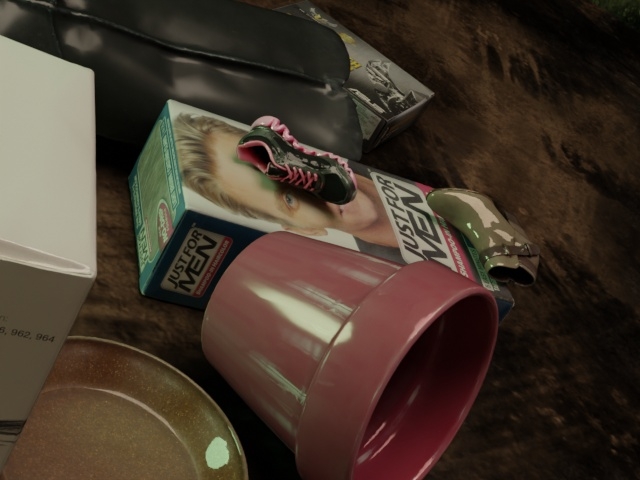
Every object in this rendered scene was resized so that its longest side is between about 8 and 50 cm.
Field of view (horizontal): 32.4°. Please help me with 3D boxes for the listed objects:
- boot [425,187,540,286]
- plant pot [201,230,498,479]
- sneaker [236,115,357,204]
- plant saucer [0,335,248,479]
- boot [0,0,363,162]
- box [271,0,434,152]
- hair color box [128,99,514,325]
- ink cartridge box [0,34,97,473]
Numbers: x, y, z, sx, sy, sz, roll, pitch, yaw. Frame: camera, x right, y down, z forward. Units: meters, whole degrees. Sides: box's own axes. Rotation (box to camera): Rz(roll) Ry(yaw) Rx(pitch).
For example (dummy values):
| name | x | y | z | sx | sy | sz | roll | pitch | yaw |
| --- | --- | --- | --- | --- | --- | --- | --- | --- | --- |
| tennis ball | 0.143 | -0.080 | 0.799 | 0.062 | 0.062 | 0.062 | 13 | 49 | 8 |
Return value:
| name | x | y | z | sx | sy | sz | roll | pitch | yaw |
| --- | --- | --- | --- | --- | --- | --- | --- | --- | --- |
| boot | 0.160 | -0.001 | 1.066 | 0.118 | 0.042 | 0.087 | 15 | 42 | -17 |
| plant pot | 0.013 | 0.087 | 0.872 | 0.180 | 0.201 | 0.201 | 29 | 25 | 27 |
| sneaker | -0.024 | -0.063 | 0.983 | 0.119 | 0.047 | 0.057 | 31 | 36 | 14 |
| plant saucer | -0.147 | 0.149 | 0.766 | 0.198 | 0.036 | 0.199 | 24 | 30 | -15 |
| boot | -0.171 | -0.254 | 1.132 | 0.445 | 0.146 | 0.367 | 9 | 71 | -27 |
| box | 0.020 | -0.222 | 1.457 | 0.231 | 0.056 | 0.183 | 38 | 31 | 10 |
| hair color box | 0.000 | 0.000 | 1.058 | 0.347 | 0.105 | 0.174 | 16 | 33 | -26 |
| ink cartridge box | -0.223 | 0.041 | 0.614 | 0.114 | 0.273 | 0.198 | 17 | 33 | -24 |
